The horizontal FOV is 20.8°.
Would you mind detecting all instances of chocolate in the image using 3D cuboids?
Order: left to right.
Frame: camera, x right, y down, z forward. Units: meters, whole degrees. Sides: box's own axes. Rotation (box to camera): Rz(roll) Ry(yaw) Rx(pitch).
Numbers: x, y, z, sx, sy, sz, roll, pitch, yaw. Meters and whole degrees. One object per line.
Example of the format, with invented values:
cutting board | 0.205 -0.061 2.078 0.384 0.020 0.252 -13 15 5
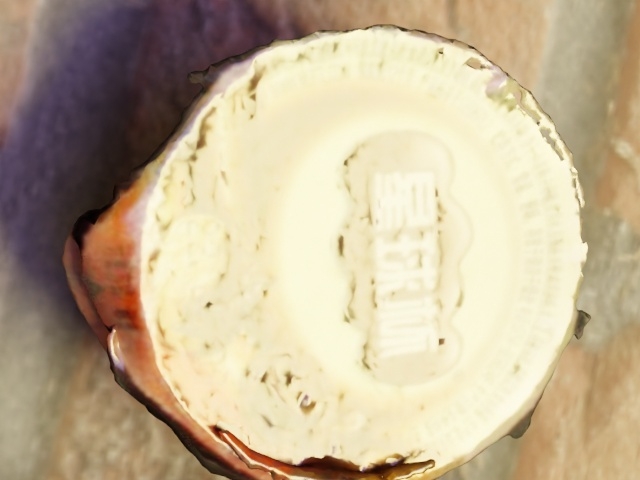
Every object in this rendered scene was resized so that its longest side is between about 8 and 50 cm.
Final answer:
chocolate | -0.007 0.004 0.759 0.221 0.147 0.221 -3 100 -20
